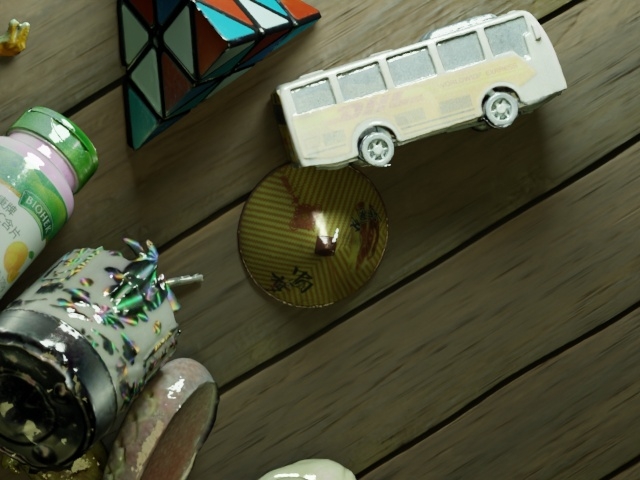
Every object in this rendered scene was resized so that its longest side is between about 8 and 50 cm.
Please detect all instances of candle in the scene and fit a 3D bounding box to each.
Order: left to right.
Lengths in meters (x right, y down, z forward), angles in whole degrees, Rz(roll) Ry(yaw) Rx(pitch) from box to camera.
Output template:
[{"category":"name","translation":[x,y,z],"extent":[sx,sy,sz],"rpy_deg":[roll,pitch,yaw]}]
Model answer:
[{"category":"candle","translation":[-0.262,0.107,1.821],"extent":[0.187,0.330,0.187],"rpy_deg":[15,126,21]}]

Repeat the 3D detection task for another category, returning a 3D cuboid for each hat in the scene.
[{"category":"hat","translation":[0.000,0.000,1.919],"extent":[0.193,0.082,0.193],"rpy_deg":[-4,106,-13]}]

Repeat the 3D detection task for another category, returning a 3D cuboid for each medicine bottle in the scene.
[{"category":"medicine bottle","translation":[-0.365,-0.023,1.746],"extent":[0.133,0.133,0.274],"rpy_deg":[47,57,-19]}]

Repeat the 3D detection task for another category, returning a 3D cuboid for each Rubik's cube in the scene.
[{"category":"Rubik's cube","translation":[-0.145,-0.300,1.814],"extent":[0.250,0.284,0.234],"rpy_deg":[-35,88,-29]}]

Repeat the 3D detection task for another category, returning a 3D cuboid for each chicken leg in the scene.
[{"category":"chicken leg","translation":[-0.343,0.225,1.888],"extent":[0.103,0.088,0.227],"rpy_deg":[-37,110,15]}]

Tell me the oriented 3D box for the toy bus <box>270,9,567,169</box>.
[{"category":"toy bus","translation":[0.116,-0.174,1.895],"extent":[0.343,0.097,0.138],"rpy_deg":[-19,94,-8]}]

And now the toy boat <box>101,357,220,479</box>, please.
[{"category":"toy boat","translation":[-0.208,0.243,1.905],"extent":[0.085,0.155,0.227],"rpy_deg":[27,93,23]}]

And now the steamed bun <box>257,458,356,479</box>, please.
[{"category":"steamed bun","translation":[-0.008,0.450,1.915],"extent":[0.247,0.352,0.339],"rpy_deg":[-35,95,21]}]

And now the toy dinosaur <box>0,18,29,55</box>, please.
[{"category":"toy dinosaur","translation":[-0.430,-0.173,1.794],"extent":[0.142,0.057,0.212],"rpy_deg":[13,113,-36]}]
